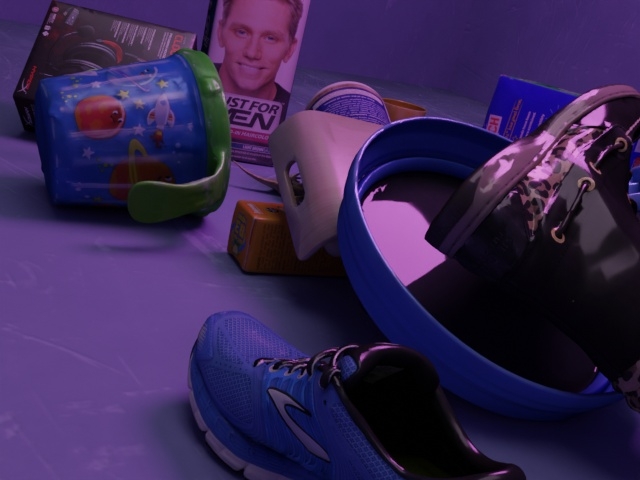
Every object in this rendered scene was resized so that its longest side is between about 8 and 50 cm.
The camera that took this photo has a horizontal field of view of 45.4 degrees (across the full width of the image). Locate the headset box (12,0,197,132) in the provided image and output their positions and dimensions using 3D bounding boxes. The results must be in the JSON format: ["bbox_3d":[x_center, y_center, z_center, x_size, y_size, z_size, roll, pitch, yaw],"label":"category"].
[{"bbox_3d":[-0.355,-0.278,1.354,0.293,0.218,0.110,13,-26,-4],"label":"headset box"}]

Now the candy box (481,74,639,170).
[{"bbox_3d":[0.469,-0.161,1.521,0.317,0.268,0.122,29,20,39],"label":"candy box"}]

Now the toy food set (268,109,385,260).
[{"bbox_3d":[0.095,-0.045,0.992,0.306,0.092,0.220,9,44,-26],"label":"toy food set"}]

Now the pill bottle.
[{"bbox_3d":[0.057,-0.137,1.266,0.153,0.153,0.265,8,38,-15],"label":"pill bottle"}]

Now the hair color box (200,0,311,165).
[{"bbox_3d":[-0.141,-0.330,1.461,0.174,0.347,0.105,7,19,-17],"label":"hair color box"}]

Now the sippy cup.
[{"bbox_3d":[-0.266,-0.141,1.052,0.224,0.240,0.305,-7,3,-25],"label":"sippy cup"}]

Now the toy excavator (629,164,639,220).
[{"bbox_3d":[0.460,-0.019,1.226,0.445,0.222,0.433,-10,0,17],"label":"toy excavator"}]

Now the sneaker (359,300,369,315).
[{"bbox_3d":[0.141,0.073,0.917,0.178,0.072,0.077,20,16,13],"label":"sneaker"}]

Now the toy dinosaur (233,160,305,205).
[{"bbox_3d":[-0.059,-0.092,1.319,0.183,0.053,0.092,12,2,-30],"label":"toy dinosaur"}]

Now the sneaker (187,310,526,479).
[{"bbox_3d":[0.021,0.124,0.559,0.130,0.147,0.330,-4,25,-43],"label":"sneaker"}]

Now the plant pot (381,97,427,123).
[{"bbox_3d":[0.216,-0.330,2.116,0.134,0.095,0.134,12,19,-4],"label":"plant pot"}]

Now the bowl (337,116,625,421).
[{"bbox_3d":[0.196,0.021,0.854,0.391,0.077,0.391,17,43,-17],"label":"bowl"}]

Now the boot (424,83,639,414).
[{"bbox_3d":[0.315,-0.003,0.787,0.284,0.138,0.377,46,46,17],"label":"boot"}]

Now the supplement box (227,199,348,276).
[{"bbox_3d":[0.000,0.000,1.020,0.233,0.080,0.078,2,19,-26],"label":"supplement box"}]
